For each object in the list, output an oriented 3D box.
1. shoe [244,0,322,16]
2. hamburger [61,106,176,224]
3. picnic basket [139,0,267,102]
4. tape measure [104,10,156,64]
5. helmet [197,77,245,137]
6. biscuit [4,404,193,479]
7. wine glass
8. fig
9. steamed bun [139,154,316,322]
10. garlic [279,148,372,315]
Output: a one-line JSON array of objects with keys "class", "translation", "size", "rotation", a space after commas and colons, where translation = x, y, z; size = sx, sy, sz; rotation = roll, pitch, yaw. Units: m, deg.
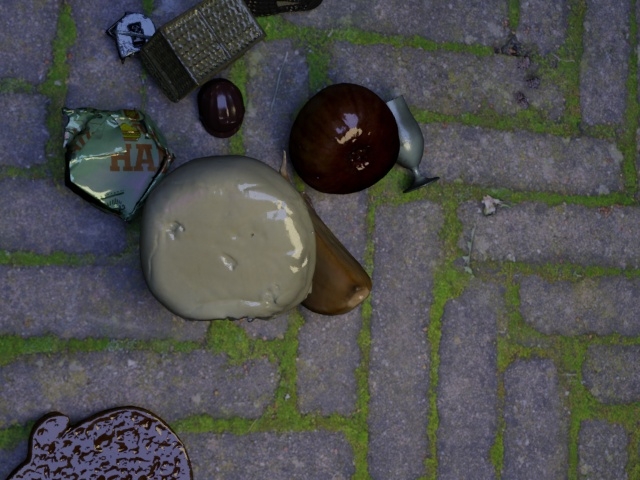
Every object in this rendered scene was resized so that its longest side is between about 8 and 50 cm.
[{"class": "shoe", "translation": [-0.094, -0.527, 1.835], "size": [0.195, 0.074, 0.077], "rotation": [-9, 68, -16]}, {"class": "hamburger", "translation": [-0.410, -0.167, 1.682], "size": [0.235, 0.125, 0.214], "rotation": [31, 73, -18]}, {"class": "picnic basket", "translation": [-0.238, -0.386, 1.718], "size": [0.196, 0.154, 0.134], "rotation": [-43, 105, -26]}, {"class": "tape measure", "translation": [-0.375, -0.411, 1.738], "size": [0.094, 0.054, 0.091], "rotation": [-30, 103, -15]}, {"class": "helmet", "translation": [-0.200, -0.276, 1.781], "size": [0.098, 0.070, 0.123], "rotation": [-15, 91, -19]}, {"class": "biscuit", "translation": [-0.444, 0.486, 1.669], "size": [0.394, 0.070, 0.350], "rotation": [-28, 94, -18]}, {"class": "wine glass", "translation": [0.182, -0.211, 1.892], "size": [0.093, 0.093, 0.202], "rotation": [-25, 98, -18]}, {"class": "fig", "translation": [0.048, -0.209, 1.795], "size": [0.235, 0.214, 0.234], "rotation": [-5, 101, -28]}, {"class": "steamed bun", "translation": [-0.172, -0.015, 1.664], "size": [0.334, 0.233, 0.311], "rotation": [6, 106, -2]}, {"class": "garlic", "translation": [-0.009, -0.004, 1.777], "size": [0.151, 0.196, 0.338], "rotation": [-21, 75, -26]}]
